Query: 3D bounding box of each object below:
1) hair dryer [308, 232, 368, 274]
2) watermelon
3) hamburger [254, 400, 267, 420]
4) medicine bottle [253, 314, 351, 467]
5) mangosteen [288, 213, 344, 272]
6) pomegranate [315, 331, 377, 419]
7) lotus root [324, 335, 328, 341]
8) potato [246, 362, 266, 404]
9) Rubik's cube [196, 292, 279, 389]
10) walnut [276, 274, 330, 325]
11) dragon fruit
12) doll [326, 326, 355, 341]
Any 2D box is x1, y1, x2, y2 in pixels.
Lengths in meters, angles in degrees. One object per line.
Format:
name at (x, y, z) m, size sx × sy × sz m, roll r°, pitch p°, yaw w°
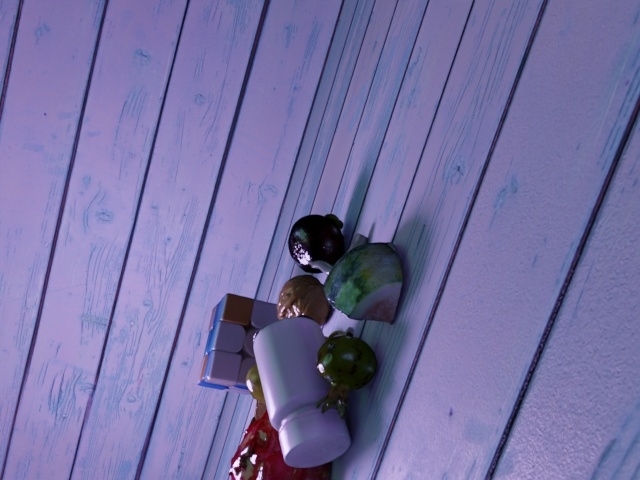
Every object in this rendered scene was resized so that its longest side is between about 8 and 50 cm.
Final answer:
hair dryer at (0.069, 0.057, 1.984) m, size 0.219 × 0.088 × 0.225 m, roll -52°, pitch 41°, yaw 15°
watermelon at (0.122, 0.103, 1.678) m, size 0.224 × 0.180 × 0.305 m, roll -28°, pitch 19°, yaw 5°
hamburger at (-0.148, 0.598, 2.146) m, size 0.209 × 0.162 × 0.329 m, roll 135°, pitch 141°, yaw -80°
medicine bottle at (-0.052, 0.413, 1.735) m, size 0.378 × 0.214 × 0.213 m, roll -110°, pitch 33°, yaw -41°
mangosteen at (-0.005, 0.010, 2.187) m, size 0.216 × 0.216 × 0.216 m, roll -165°, pitch 90°, yaw -77°
pomegranate at (0.052, 0.344, 1.603) m, size 0.220 × 0.156 × 0.156 m, roll -63°, pitch 11°, yaw -10°
lotus root at (-0.010, 0.366, 2.040) m, size 0.183 × 0.077 × 0.090 m, roll 129°, pitch 145°, yaw -56°
potato at (-0.114, 0.446, 1.974) m, size 0.197 × 0.229 × 0.148 m, roll 76°, pitch -176°, yaw -61°
Rubik's cube at (-0.278, 0.436, 2.501) m, size 0.346 × 0.347 × 0.344 m, roll 134°, pitch 147°, yaw -66°
walnut at (-0.055, 0.219, 2.171) m, size 0.213 × 0.213 × 0.213 m, roll -165°, pitch 90°, yaw -77°
dragon fruit at (-0.141, 0.668, 1.846) m, size 0.386 × 0.249 × 0.370 m, roll -49°, pitch 27°, yaw 33°
doll at (0.066, 0.308, 1.786) m, size 0.207 × 0.081 × 0.129 m, roll -173°, pitch 100°, yaw -79°
